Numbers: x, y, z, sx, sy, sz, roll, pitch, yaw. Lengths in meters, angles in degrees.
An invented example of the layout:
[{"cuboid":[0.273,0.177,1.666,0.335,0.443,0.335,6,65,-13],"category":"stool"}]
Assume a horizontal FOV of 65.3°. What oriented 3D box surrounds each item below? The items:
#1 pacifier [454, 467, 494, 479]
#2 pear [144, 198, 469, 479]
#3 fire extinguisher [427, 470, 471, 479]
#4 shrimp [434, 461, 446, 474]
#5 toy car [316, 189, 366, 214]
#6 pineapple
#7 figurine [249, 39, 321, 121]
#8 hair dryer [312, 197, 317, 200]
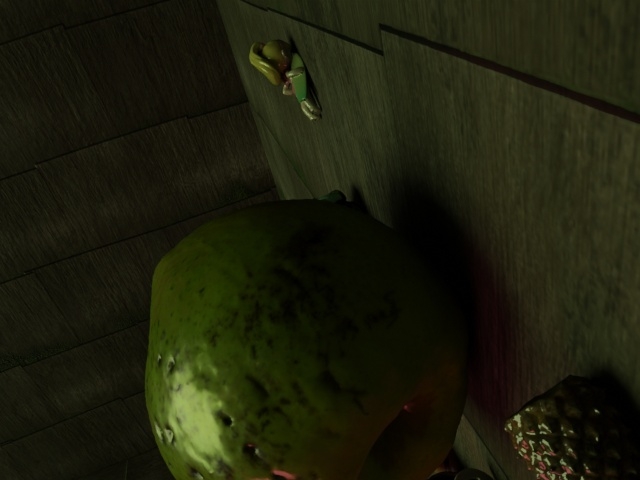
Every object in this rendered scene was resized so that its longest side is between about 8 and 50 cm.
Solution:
[{"cuboid":[0.207,0.327,0.616,0.099,0.082,0.078,65,144,36],"category":"pacifier"},{"cuboid":[-0.030,0.129,0.588,0.391,0.391,0.390,160,90,-84],"category":"pear"},{"cuboid":[0.239,0.521,0.821,0.141,0.105,0.341,-56,-45,-53],"category":"fire extinguisher"},{"cuboid":[0.194,0.362,0.921,0.099,0.041,0.180,-127,19,-66],"category":"shrimp"},{"cuboid":[0.031,0.068,0.822,0.136,0.125,0.305,-51,55,53],"category":"toy car"},{"cuboid":[0.186,0.166,0.305,0.159,0.074,0.074,57,169,26],"category":"pineapple"},{"cuboid":[-0.060,-0.296,0.914,0.187,0.083,0.083,59,171,11],"category":"figurine"},{"cuboid":[0.000,0.000,1.274,0.196,0.078,0.248,-22,65,49],"category":"hair dryer"}]
